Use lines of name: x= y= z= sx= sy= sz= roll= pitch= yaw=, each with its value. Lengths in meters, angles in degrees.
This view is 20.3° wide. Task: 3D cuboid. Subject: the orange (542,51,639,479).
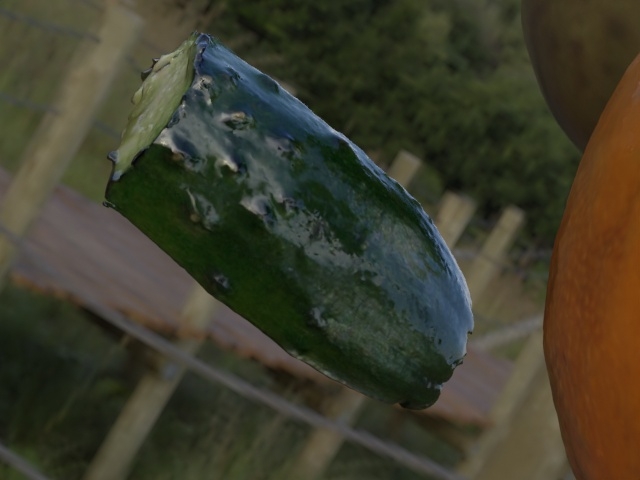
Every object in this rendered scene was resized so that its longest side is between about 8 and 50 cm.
orange: x=0.201 y=0.010 z=0.488 sx=0.226 sy=0.283 sz=0.284 roll=66 pitch=-5 yaw=-22

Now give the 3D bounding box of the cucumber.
cucumber: x=0.001 y=0.001 z=1.258 sx=0.325 sy=0.105 sz=0.145 roll=42 pitch=34 yaw=-20

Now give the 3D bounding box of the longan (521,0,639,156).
longan: x=0.337 y=-0.192 z=1.416 sx=0.361 sy=0.361 sz=0.361 roll=31 pitch=8 yaw=-5
